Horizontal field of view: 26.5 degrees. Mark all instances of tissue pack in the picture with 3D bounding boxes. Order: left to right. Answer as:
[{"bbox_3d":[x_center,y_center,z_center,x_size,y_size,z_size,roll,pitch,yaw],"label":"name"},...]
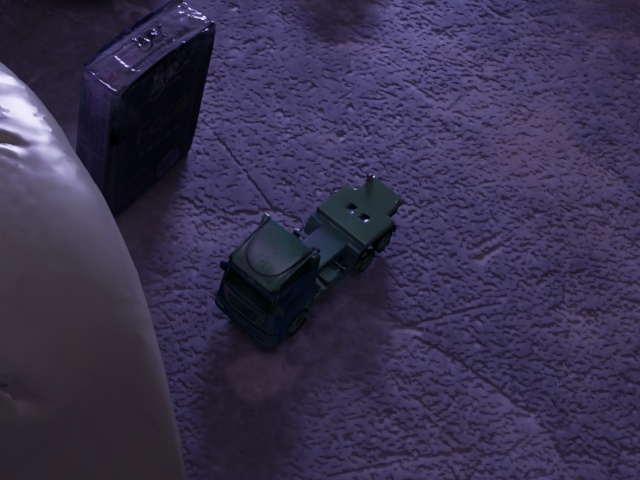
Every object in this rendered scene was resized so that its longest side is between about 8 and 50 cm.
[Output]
[{"bbox_3d":[-0.140,-0.100,1.055,0.051,0.156,0.112,35,54,14],"label":"tissue pack"}]

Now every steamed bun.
[{"bbox_3d":[-0.284,0.064,0.813,0.371,0.290,0.456,-20,56,-24],"label":"steamed bun"}]

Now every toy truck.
[{"bbox_3d":[0.000,0.000,1.043,0.067,0.081,0.175,38,56,19],"label":"toy truck"}]
